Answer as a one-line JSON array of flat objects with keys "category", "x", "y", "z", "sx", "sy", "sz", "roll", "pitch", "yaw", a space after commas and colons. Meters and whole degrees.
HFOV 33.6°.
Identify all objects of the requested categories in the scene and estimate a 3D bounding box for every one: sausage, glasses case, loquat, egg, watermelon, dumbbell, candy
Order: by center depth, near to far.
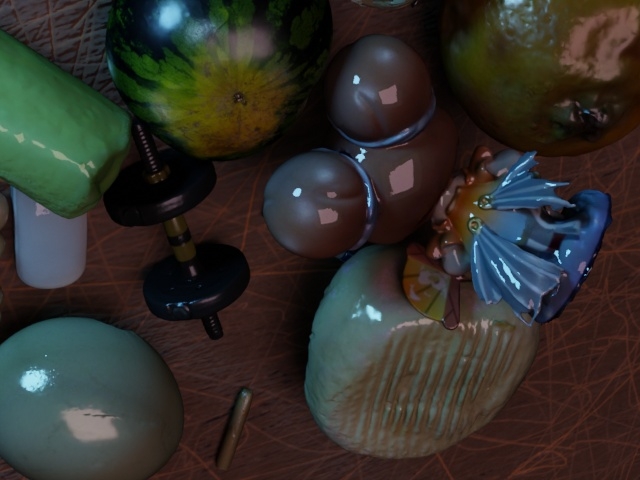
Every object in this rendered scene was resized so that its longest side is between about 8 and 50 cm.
[{"category": "candy", "x": -0.371, "y": -0.157, "z": 1.153, "sx": 0.343, "sy": 0.132, "sz": 0.142, "roll": 30, "pitch": 117, "yaw": -17}, {"category": "watermelon", "x": -0.116, "y": -0.223, "z": 1.212, "sx": 0.269, "sy": 0.269, "sz": 0.269, "roll": -10, "pitch": 116, "yaw": -22}, {"category": "glasses case", "x": -0.332, "y": -0.052, "z": 1.295, "sx": 0.092, "sy": 0.059, "sz": 0.233, "roll": -5, "pitch": 113, "yaw": -20}, {"category": "egg", "x": -0.297, "y": 0.207, "z": 1.334, "sx": 0.269, "sy": 0.219, "sz": 0.219, "roll": 19, "pitch": 102, "yaw": -36}, {"category": "dumbbell", "x": -0.179, "y": -0.007, "z": 1.340, "sx": 0.143, "sy": 0.143, "sz": 0.325, "roll": -25, "pitch": 121, "yaw": -14}, {"category": "loquat", "x": 0.309, "y": -0.272, "z": 1.362, "sx": 0.328, "sy": 0.328, "sz": 0.328, "roll": -10, "pitch": 116, "yaw": -22}, {"category": "sausage", "x": -0.127, "y": 0.279, "z": 1.564, "sx": 0.024, "sy": 0.024, "sz": 0.132, "roll": 10, "pitch": 108, "yaw": -29}]

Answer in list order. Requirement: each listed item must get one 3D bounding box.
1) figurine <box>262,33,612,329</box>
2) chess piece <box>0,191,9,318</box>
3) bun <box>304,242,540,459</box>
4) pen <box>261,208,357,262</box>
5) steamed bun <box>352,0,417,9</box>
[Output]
[{"category": "figurine", "x": 0.144, "y": -0.050, "z": 1.294, "sx": 0.388, "sy": 0.248, "sz": 0.276, "roll": 28, "pitch": 92, "yaw": -3}, {"category": "chess piece", "x": -0.421, "y": 0.016, "z": 1.269, "sx": 0.094, "sy": 0.094, "sz": 0.170, "roll": 5, "pitch": 105, "yaw": -28}, {"category": "bun", "x": 0.136, "y": 0.145, "z": 1.517, "sx": 0.361, "sy": 0.213, "sz": 0.361, "roll": -6, "pitch": 132, "yaw": -7}, {"category": "pen", "x": 0.000, "y": 0.000, "z": 1.502, "sx": 0.204, "sy": 0.025, "sz": 0.025, "roll": 30, "pitch": 97, "yaw": -33}, {"category": "steamed bun", "x": 0.059, "y": -0.427, "z": 1.211, "sx": 0.207, "sy": 0.280, "sz": 0.268, "roll": 20, "pitch": 136, "yaw": -19}]
